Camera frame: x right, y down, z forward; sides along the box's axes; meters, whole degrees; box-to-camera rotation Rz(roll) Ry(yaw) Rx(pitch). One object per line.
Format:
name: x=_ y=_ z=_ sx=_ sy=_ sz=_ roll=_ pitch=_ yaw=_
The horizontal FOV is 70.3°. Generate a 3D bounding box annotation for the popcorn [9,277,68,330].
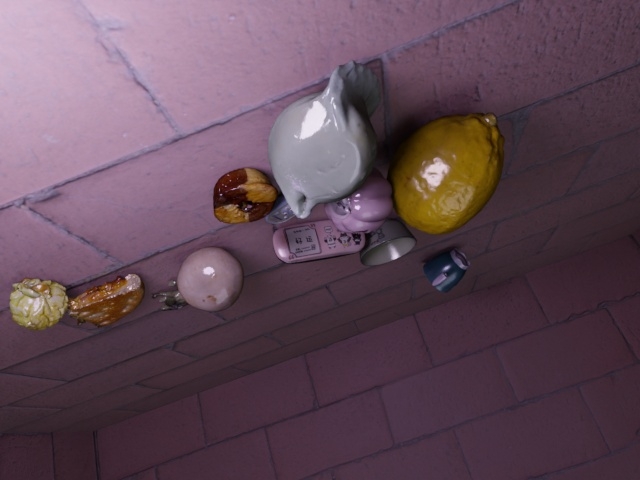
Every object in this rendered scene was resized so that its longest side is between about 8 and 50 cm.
popcorn: x=-0.766 y=0.174 z=1.240 sx=0.141 sy=0.136 sz=0.162 roll=11 pitch=145 yaw=-36

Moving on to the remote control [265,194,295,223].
remote control: x=-0.055 y=-0.119 z=1.250 sx=0.244 sy=0.047 sz=0.087 roll=-29 pitch=151 yaw=23

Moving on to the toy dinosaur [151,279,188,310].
toy dinosaur: x=-0.463 y=0.183 z=1.559 sx=0.293 sy=0.077 sz=0.162 roll=-15 pitch=164 yaw=26

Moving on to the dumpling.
dumpling: x=0.024 y=-0.187 z=0.970 sx=0.269 sy=0.212 sz=0.320 roll=2 pitch=161 yaw=-45

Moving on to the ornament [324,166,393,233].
ornament: x=0.089 y=-0.102 z=1.146 sx=0.177 sy=0.178 sz=0.177 roll=-16 pitch=156 yaw=-7

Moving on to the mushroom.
mushroom: x=-0.333 y=0.111 z=1.403 sx=0.204 sy=0.204 sz=0.204 roll=-16 pitch=156 yaw=-7

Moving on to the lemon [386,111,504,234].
lemon: x=0.312 y=-0.170 z=1.160 sx=0.285 sy=0.286 sz=0.316 roll=-16 pitch=133 yaw=-8

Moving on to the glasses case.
glasses case: x=0.000 y=0.000 z=1.446 sx=0.314 sy=0.122 sz=0.075 roll=-8 pitch=159 yaw=-22

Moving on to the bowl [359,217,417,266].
bowl: x=0.223 y=-0.004 z=1.614 sx=0.211 sy=0.112 sz=0.211 roll=-17 pitch=156 yaw=-8

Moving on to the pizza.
pizza: x=-0.669 y=0.185 z=1.390 sx=0.228 sy=0.082 sz=0.289 roll=-3 pitch=151 yaw=-45

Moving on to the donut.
donut: x=-0.191 y=-0.111 z=1.132 sx=0.166 sy=0.074 sz=0.184 roll=-16 pitch=156 yaw=-9

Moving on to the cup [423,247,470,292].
cup: x=0.599 y=0.129 z=2.123 sx=0.173 sy=0.167 sz=0.299 roll=-46 pitch=172 yaw=29
